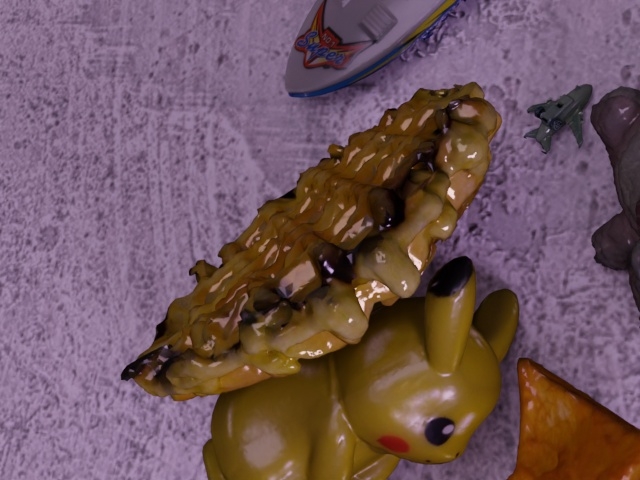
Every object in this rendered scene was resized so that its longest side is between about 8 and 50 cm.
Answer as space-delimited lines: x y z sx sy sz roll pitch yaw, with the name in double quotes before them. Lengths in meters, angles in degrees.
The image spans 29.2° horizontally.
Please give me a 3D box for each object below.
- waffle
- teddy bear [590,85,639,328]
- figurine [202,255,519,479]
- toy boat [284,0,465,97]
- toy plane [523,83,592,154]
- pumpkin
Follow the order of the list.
"waffle" 0.000 0.000 1.126 0.382 0.095 0.379 -26 22 43
"teddy bear" 0.330 -0.025 1.071 0.236 0.151 0.267 -29 50 57
"figurine" 0.050 0.139 1.138 0.326 0.218 0.169 -24 76 25
"toy boat" 0.070 -0.260 1.313 0.295 0.088 0.129 -44 59 7
"toy plane" 0.238 -0.125 1.215 0.083 0.033 0.080 -49 45 4
"pumpkin" 0.231 0.229 1.024 0.290 0.095 0.258 10 72 53
